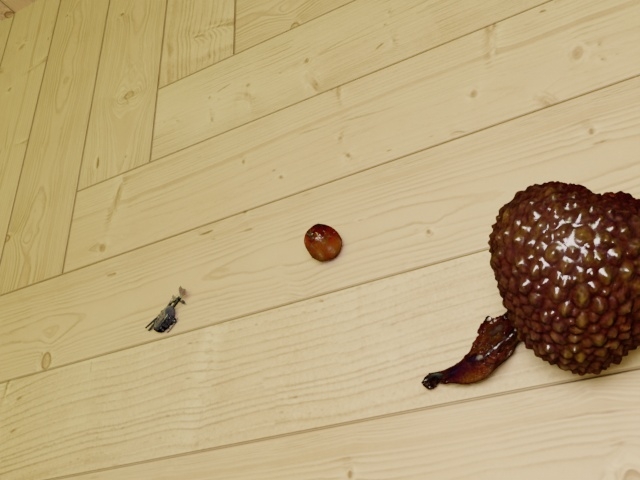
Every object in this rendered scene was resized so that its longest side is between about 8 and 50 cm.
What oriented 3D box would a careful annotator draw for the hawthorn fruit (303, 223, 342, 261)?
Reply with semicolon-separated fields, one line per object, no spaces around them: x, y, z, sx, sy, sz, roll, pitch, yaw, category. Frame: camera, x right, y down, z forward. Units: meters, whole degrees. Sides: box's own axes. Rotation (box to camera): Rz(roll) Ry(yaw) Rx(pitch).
0.004;0.001;1.259;0.077;0.077;0.077;-14;57;24;hawthorn fruit

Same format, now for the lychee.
0.360;0.053;0.922;0.271;0.271;0.272;-14;57;24;lychee

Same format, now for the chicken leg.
0.250;0.174;1.030;0.205;0.053;0.093;-38;28;-2;chicken leg

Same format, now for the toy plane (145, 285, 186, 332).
-0.321;0.152;1.395;0.121;0.031;0.049;-52;42;-1;toy plane
